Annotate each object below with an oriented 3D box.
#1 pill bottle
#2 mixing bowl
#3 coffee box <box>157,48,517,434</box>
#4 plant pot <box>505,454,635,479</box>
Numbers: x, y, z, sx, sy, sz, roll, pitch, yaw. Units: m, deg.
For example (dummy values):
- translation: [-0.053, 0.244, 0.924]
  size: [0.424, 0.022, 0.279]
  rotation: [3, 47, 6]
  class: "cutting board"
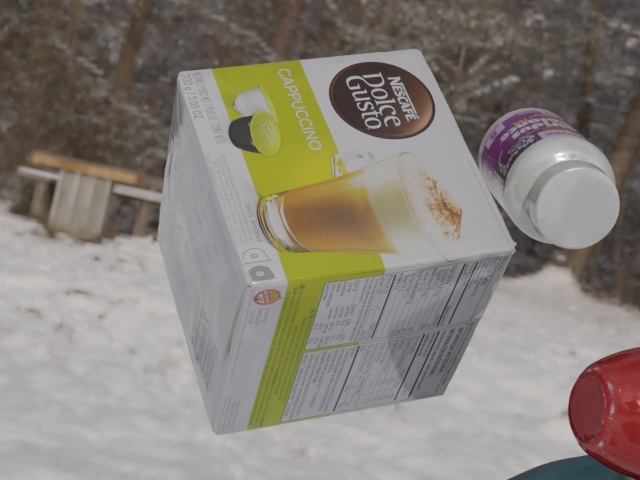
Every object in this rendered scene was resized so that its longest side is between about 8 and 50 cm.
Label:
- translation: [0.352, -0.093, 1.953]
  size: [0.169, 0.169, 0.301]
  rotation: [13, 17, -10]
  class: "pill bottle"
- translation: [0.382, 0.218, 1.635]
  size: [0.098, 0.181, 0.181]
  rotation: [8, -3, -19]
  class: "mixing bowl"
- translation: [0.000, 0.000, 1.622]
  size: [0.334, 0.337, 0.338]
  rotation: [-8, -35, -18]
  class: "coffee box"
- translation: [0.388, 0.436, 1.862]
  size: [0.255, 0.272, 0.271]
  rotation: [-33, -23, 18]
  class: "plant pot"
